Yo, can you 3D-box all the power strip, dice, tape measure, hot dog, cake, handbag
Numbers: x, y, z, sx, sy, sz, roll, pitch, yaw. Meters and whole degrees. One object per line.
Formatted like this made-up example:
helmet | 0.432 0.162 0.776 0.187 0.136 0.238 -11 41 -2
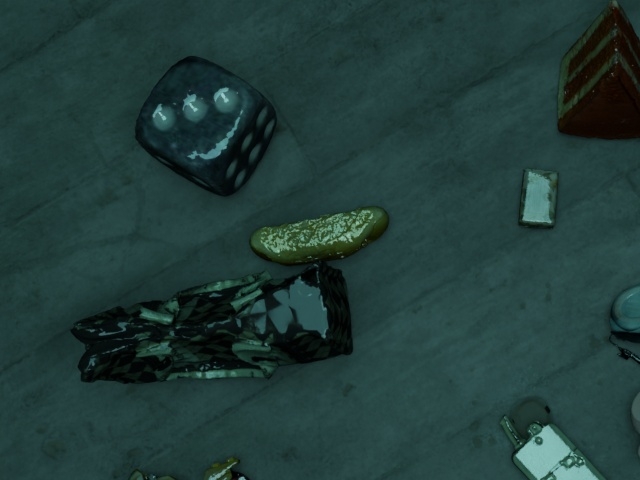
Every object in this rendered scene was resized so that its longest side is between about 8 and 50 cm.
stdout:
power strip | 0.395 0.383 1.789 0.093 0.053 0.288 -42 75 0
dice | -0.193 -0.194 1.931 0.183 0.181 0.182 30 85 15
tape measure | 0.549 0.160 1.821 0.180 0.104 0.107 46 62 -18
hot dog | 0.000 0.000 1.914 0.242 0.084 0.073 -11 81 6
cake | 0.440 -0.274 1.825 0.159 0.262 0.158 -4 73 28
handbag | -0.167 0.143 1.791 0.415 0.317 0.180 -9 84 7

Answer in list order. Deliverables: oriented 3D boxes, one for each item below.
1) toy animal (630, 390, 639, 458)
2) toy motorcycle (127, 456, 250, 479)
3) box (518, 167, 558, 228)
toy animal | 0.564 0.331 1.759 0.124 0.124 0.213 -29 108 2
toy motorcycle | -0.229 0.417 1.859 0.229 0.094 0.130 -21 75 -1
box | 0.365 -0.069 1.890 0.062 0.045 0.098 4 78 8
